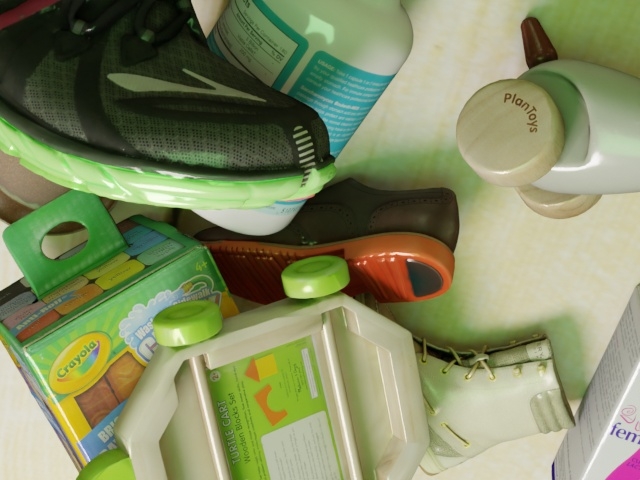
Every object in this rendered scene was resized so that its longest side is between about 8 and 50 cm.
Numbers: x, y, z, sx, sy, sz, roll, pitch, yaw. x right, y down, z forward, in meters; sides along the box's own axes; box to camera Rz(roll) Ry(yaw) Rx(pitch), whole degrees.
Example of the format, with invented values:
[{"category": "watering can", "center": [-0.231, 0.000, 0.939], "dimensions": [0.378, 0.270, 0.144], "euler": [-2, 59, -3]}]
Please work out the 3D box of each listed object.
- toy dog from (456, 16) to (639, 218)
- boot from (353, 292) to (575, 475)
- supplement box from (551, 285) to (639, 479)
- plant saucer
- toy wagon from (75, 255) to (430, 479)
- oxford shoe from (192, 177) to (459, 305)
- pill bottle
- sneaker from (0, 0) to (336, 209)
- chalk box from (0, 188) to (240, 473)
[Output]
[{"category": "toy dog", "center": [0.274, -0.118, 0.969], "dimensions": [0.334, 0.220, 0.161], "euler": [-1, 77, 4]}, {"category": "boot", "center": [0.134, 0.115, 1.142], "dimensions": [0.165, 0.077, 0.213], "euler": [-20, 116, 18]}, {"category": "supplement box", "center": [0.304, 0.171, 1.124], "dimensions": [0.111, 0.114, 0.220], "euler": [18, 115, 1]}, {"category": "plant saucer", "center": [-0.257, -0.085, 1.129], "dimensions": [0.168, 0.029, 0.168], "euler": [4, 117, 7]}, {"category": "toy wagon", "center": [-0.069, 0.173, 1.014], "dimensions": [0.344, 0.068, 0.267], "euler": [-18, 107, -23]}, {"category": "oxford shoe", "center": [0.000, 0.000, 1.110], "dimensions": [0.271, 0.098, 0.097], "euler": [0, 145, 25]}, {"category": "pill bottle", "center": [-0.022, -0.142, 1.002], "dimensions": [0.146, 0.146, 0.264], "euler": [33, 116, -8]}, {"category": "sneaker", "center": [-0.182, -0.184, 0.900], "dimensions": [0.483, 0.185, 0.202], "euler": [37, 118, 20]}, {"category": "chalk box", "center": [-0.173, 0.095, 1.085], "dimensions": [0.180, 0.179, 0.289], "euler": [-32, 112, -18]}]
